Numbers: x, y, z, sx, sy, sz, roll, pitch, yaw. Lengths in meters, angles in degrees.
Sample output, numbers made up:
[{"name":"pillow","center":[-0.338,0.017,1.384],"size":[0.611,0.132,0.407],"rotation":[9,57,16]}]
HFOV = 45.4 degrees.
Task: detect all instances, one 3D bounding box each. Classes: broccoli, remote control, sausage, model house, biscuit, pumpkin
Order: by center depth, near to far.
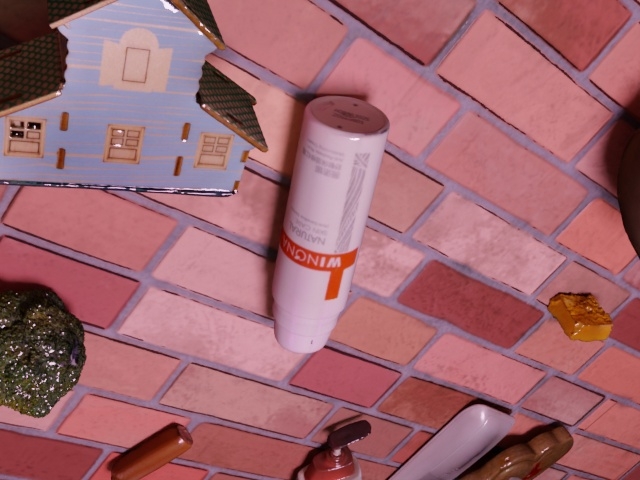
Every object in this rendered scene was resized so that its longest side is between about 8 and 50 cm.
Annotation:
[{"name":"model house","center":[-0.173,-0.166,0.671],"size":[0.271,0.178,0.206],"rotation":[3,132,-21]},{"name":"broccoli","center":[-0.344,0.125,0.883],"size":[0.138,0.146,0.162],"rotation":[1,155,18]},{"name":"sausage","center":[-0.251,0.319,1.129],"size":[0.131,0.041,0.039],"rotation":[-31,137,5]},{"name":"pumpkin","center":[0.410,0.125,1.213],"size":[0.083,0.074,0.054],"rotation":[4,131,-25]},{"name":"remote control","center":[0.218,0.412,1.383],"size":[0.109,0.055,0.313],"rotation":[27,114,-36]},{"name":"biscuit","center":[0.336,0.447,1.439],"size":[0.320,0.047,0.183],"rotation":[-13,138,-22]}]

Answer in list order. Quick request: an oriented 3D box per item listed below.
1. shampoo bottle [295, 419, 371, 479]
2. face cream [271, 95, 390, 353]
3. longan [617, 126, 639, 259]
[{"name":"shampoo bottle","center":[0.024,0.417,1.298],"size":[0.153,0.071,0.284],"rotation":[-6,130,-16]},{"name":"face cream","center":[0.000,0.000,0.931],"size":[0.102,0.102,0.345],"rotation":[-3,126,-20]},{"name":"longan","center":[0.525,-0.061,0.973],"size":[0.297,0.297,0.297],"rotation":[-11,130,-13]}]
